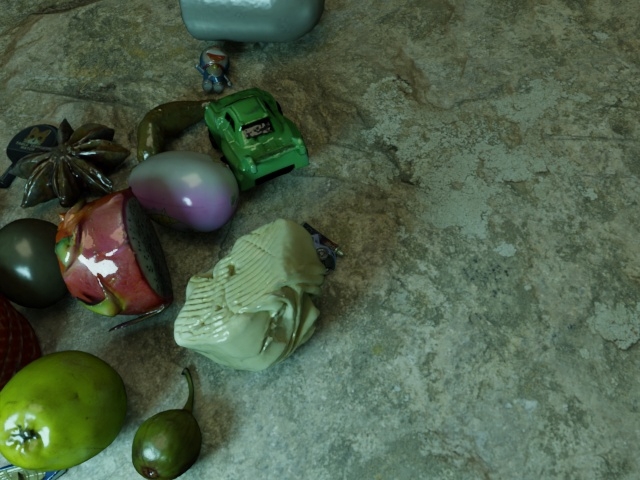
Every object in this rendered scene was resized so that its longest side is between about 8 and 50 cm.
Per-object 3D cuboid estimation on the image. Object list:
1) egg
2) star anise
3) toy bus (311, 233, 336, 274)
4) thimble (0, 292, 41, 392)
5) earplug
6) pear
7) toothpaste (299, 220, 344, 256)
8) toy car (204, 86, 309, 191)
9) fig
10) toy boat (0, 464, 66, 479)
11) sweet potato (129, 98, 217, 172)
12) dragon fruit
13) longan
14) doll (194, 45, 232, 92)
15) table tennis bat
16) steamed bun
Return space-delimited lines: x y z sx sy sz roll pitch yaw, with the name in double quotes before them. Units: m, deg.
"egg" -0.320 -0.117 1.333 0.271 0.196 0.196 18 59 31
"star anise" -0.654 -0.199 1.474 0.314 0.108 0.316 -4 57 7
"toy bus" -0.047 0.026 1.274 0.167 0.073 0.076 1 56 8
"thimble" -0.741 0.244 1.108 0.349 0.231 0.351 -2 55 2
"earplug" -0.182 -0.739 1.679 0.393 0.313 0.313 7 57 6
"pear" -0.463 0.304 1.033 0.212 0.269 0.213 1 95 6
"toothpaste" 0.000 0.000 1.322 0.139 0.021 0.037 33 75 27
"toy car" -0.163 -0.265 1.425 0.213 0.177 0.359 -22 56 -11
"fig" -0.275 0.342 1.085 0.124 0.124 0.236 1 33 6
"toy boat" -0.577 0.458 1.054 0.228 0.046 0.080 -21 56 -9
"sweet potato" -0.415 -0.301 1.525 0.124 0.098 0.310 38 63 3
"dragon fruit" -0.442 0.038 1.188 0.189 0.291 0.291 -19 56 -7
"longan" -0.633 0.046 1.255 0.198 0.198 0.212 -37 36 -18
"doll" -0.309 -0.503 1.659 0.114 0.085 0.152 8 64 -17
"table tennis bat" -0.807 -0.235 1.563 0.150 0.027 0.237 12 56 13
"steamed bun" -0.118 0.123 1.146 0.275 0.203 0.289 -5 50 34
